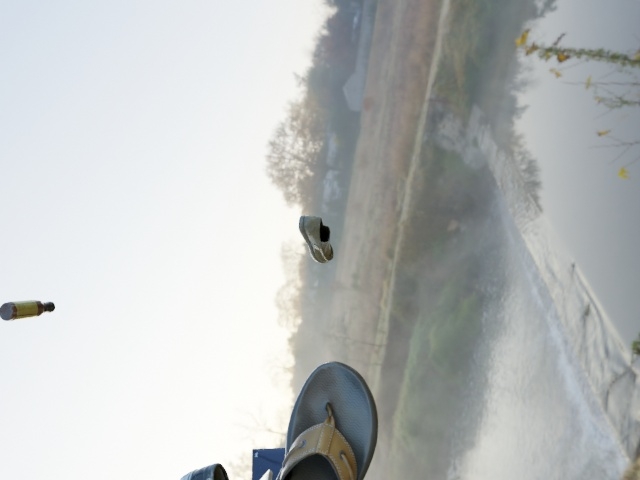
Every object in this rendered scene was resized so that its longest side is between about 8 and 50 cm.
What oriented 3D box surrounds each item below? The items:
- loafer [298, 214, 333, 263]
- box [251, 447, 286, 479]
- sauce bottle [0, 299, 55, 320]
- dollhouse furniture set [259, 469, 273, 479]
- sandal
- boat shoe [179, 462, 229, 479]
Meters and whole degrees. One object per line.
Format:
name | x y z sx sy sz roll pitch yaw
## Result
loafer | 0.000 0.000 1.222 0.148 0.050 0.056 55 -143 -50
box | -0.050 0.519 1.312 0.158 0.156 0.093 34 -130 -55
sauce bottle | -0.623 0.148 1.236 0.128 0.042 0.042 14 -95 -75
dollhouse furniture set | -0.047 0.358 0.587 0.144 0.151 0.123 -49 0 -3
sandal | -0.009 0.213 0.520 0.060 0.090 0.219 90 -155 -63
boat shoe | -0.132 0.417 0.781 0.078 0.070 0.219 19 -134 -64
